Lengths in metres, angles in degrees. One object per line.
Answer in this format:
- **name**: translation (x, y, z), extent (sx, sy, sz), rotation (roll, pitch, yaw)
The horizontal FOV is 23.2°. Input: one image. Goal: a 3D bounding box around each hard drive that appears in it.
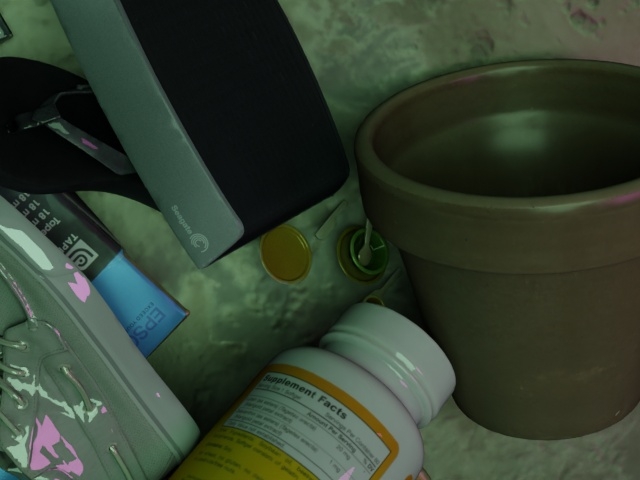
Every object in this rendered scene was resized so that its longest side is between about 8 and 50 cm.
- **hard drive**: translation (-0.083, -0.124, 1.117), extent (0.172, 0.054, 0.254), rotation (-30, 95, -44)

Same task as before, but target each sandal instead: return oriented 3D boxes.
- **sandal**: translation (-0.149, -0.076, 1.107), extent (0.254, 0.054, 0.097), rotation (12, 63, -43)

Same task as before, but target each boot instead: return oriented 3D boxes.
- **boot**: translation (-0.197, 0.088, 1.055), extent (0.123, 0.095, 0.258), rotation (-43, 112, -18)

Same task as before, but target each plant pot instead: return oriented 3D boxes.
- **plant pot**: translation (0.163, 0.014, 1.156), extent (0.263, 0.263, 0.229), rotation (-11, 118, -8)

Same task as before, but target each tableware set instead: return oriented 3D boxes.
- **tableware set**: translation (0.000, 0.000, 1.191), extent (0.154, 0.024, 0.104), rotation (50, 54, -13)

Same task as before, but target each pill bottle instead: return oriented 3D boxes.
- **pill bottle**: translation (-0.013, 0.163, 1.100), extent (0.136, 0.136, 0.245), rotation (48, 62, -12)

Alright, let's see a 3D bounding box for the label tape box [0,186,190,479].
- **label tape box**: translation (-0.300, 0.018, 1.125), extent (0.240, 0.106, 0.334), rotation (-46, 110, -1)

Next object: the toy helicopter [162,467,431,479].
- **toy helicopter**: translation (-0.064, 0.277, 1.194), extent (0.355, 0.140, 0.235), rotation (-24, 97, -14)

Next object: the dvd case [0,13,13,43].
- **dvd case**: translation (-0.364, -0.168, 1.138), extent (0.221, 0.018, 0.164), rotation (-30, 101, -4)
